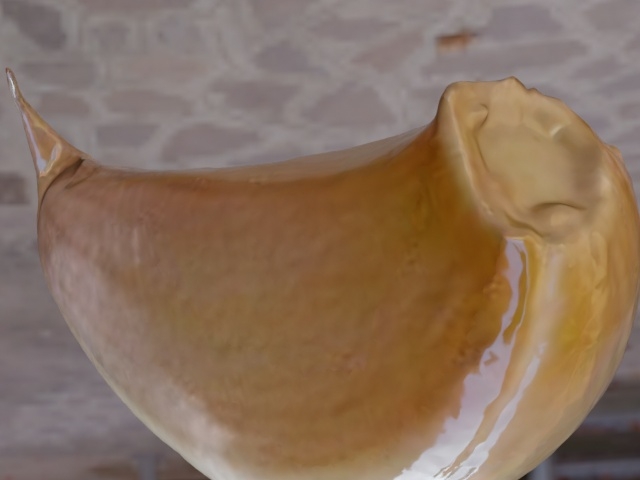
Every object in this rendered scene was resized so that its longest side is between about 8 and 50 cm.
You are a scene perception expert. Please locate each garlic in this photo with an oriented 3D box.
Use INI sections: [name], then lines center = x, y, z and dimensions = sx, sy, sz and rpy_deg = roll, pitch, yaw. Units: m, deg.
[garlic]
center = 0.001, 0.011, 0.632
dimensions = 0.245, 0.145, 0.164
rpy_deg = 4, 129, 38
